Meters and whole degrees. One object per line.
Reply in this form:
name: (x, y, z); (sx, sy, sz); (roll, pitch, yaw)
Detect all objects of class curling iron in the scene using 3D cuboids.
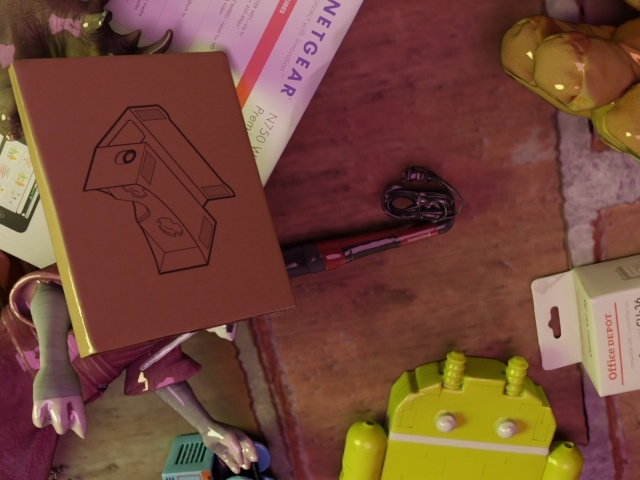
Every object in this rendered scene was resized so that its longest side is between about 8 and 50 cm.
curling iron: (0.000, 0.000, 0.865); (0.274, 0.035, 0.068); (-21, 92, 13)

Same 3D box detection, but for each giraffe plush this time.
giraffe plush: (0.271, -0.158, 0.738); (0.210, 0.181, 0.170); (29, 103, -23)

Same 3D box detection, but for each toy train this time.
toy train: (-0.096, 0.282, 0.966); (0.105, 0.080, 0.184); (-6, 117, 11)

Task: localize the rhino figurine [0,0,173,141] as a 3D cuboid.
rhino figurine: (-0.228, -0.132, 0.670); (0.243, 0.073, 0.106); (-8, 125, -2)

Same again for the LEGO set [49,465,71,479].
LEGO set: (-0.269, 0.277, 0.989); (0.054, 0.023, 0.083); (-8, 101, -1)

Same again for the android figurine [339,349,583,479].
android figurine: (0.146, 0.231, 0.961); (0.248, 0.056, 0.273); (8, 115, -5)

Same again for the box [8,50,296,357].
box: (-0.113, -0.033, 0.643); (0.164, 0.021, 0.201); (-11, 81, -37)

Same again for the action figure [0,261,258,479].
action figure: (-0.212, 0.087, 0.734); (0.370, 0.276, 0.248); (-35, 148, -9)

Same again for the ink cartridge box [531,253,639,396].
ink cartridge box: (0.312, 0.078, 0.888); (0.198, 0.067, 0.115); (-12, 114, 4)

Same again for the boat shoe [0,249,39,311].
boat shoe: (-0.337, 0.139, 0.867); (0.122, 0.120, 0.324); (6, 114, -4)

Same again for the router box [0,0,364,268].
router box: (-0.172, -0.129, 0.762); (0.301, 0.082, 0.335); (27, 110, -9)
